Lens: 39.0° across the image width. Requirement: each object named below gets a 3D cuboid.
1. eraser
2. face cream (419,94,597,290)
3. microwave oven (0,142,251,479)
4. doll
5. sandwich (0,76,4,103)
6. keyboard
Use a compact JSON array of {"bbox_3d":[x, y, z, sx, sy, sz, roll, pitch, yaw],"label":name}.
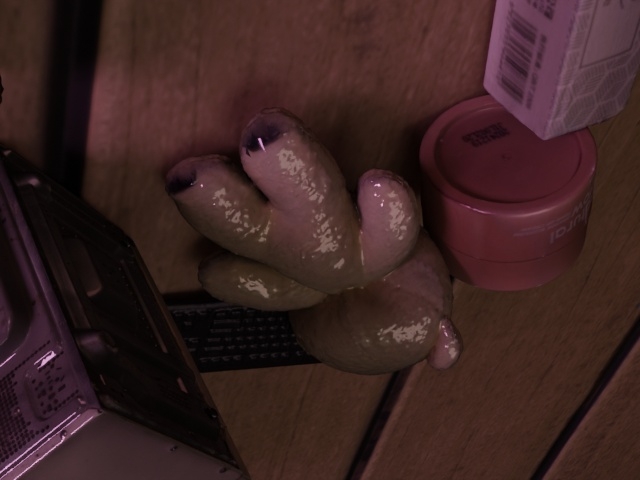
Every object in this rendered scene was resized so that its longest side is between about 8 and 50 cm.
[{"bbox_3d":[0.202,-0.261,0.636,0.096,0.098,0.404,-21,141,-20],"label":"eraser"},{"bbox_3d":[0.163,-0.044,0.795,0.149,0.149,0.104,-25,141,-12],"label":"face cream"},{"bbox_3d":[-0.180,0.076,0.590,0.145,0.240,0.194,-36,142,3],"label":"microwave oven"},{"bbox_3d":[0.004,-0.002,0.751,0.278,0.175,0.149,48,56,-37],"label":"doll"},{"bbox_3d":[-0.212,-0.165,0.432,0.096,0.094,0.258,-20,139,-26],"label":"sandwich"},{"bbox_3d":[-0.025,0.085,0.880,0.381,0.041,0.103,-6,134,-32],"label":"keyboard"}]
